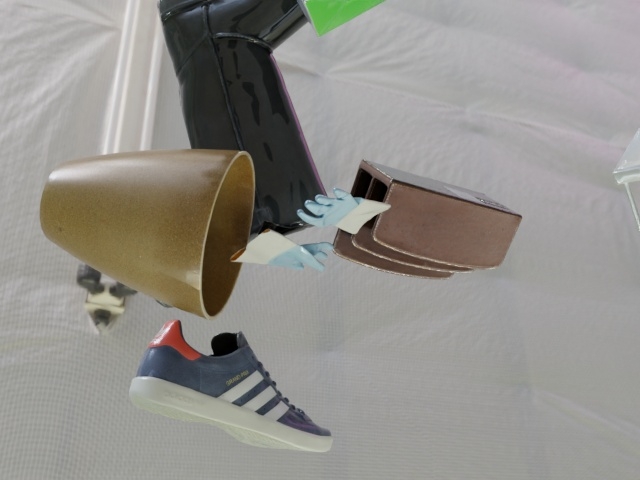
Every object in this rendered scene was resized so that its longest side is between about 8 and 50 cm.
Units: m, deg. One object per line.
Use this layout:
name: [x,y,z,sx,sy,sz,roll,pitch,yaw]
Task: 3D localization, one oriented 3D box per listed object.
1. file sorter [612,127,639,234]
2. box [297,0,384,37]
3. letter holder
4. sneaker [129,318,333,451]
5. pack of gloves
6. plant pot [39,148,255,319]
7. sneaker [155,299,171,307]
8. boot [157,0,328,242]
file sorter: [0.579,-0.079,0.964,0.193,0.278,0.173,-39,-68,-48]
box: [0.049,-0.482,1.063,0.262,0.127,0.231,-29,-103,3]
letter holder: [0.202,-0.007,1.405,0.302,0.214,0.152,13,-164,-24]
sneaker: [-0.111,0.225,1.092,0.350,0.131,0.148,30,-120,-32]
pack of gloves: [0.000,0.000,1.117,0.232,0.195,0.046,11,-133,-62]
plant pot: [-0.245,-0.033,0.995,0.254,0.237,0.237,13,-126,7]
sneaker: [-0.246,0.006,1.437,0.109,0.130,0.286,33,-109,-11]
boot: [-0.062,-0.237,1.198,0.367,0.146,0.445,-18,-103,10]
